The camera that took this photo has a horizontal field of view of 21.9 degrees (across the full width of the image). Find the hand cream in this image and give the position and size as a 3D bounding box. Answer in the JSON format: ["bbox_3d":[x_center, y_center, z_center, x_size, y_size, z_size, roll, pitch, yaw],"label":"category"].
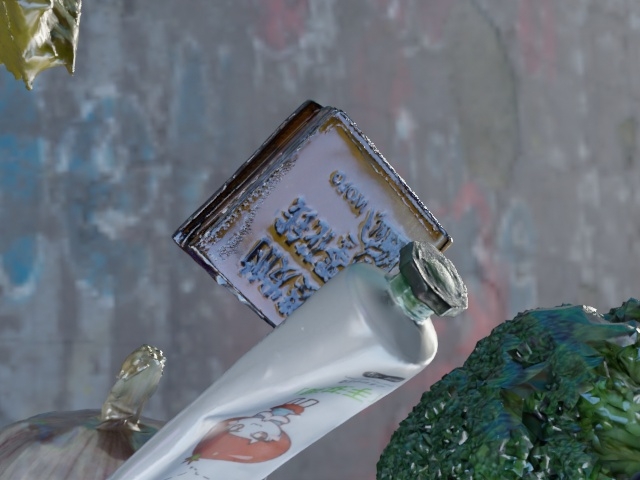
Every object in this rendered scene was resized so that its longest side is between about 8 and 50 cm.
[{"bbox_3d":[-0.044,0.118,1.052,0.121,0.336,0.076,17,40,-50],"label":"hand cream"}]

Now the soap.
[{"bbox_3d":[-0.403,-0.289,1.712,0.338,0.305,0.169,-93,175,-48],"label":"soap"}]

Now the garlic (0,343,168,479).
[{"bbox_3d":[-0.184,0.193,1.448,0.245,0.245,0.253,-30,139,-56],"label":"garlic"}]

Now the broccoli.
[{"bbox_3d":[0.145,0.162,0.857,0.294,0.245,0.265,-58,166,-28],"label":"broccoli"}]

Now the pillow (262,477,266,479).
[{"bbox_3d":[-0.101,0.223,1.696,0.136,0.055,0.091,-7,84,-47],"label":"pillow"}]

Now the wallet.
[{"bbox_3d":[0.001,0.002,1.290,0.161,0.042,0.195,-44,127,-1],"label":"wallet"}]
